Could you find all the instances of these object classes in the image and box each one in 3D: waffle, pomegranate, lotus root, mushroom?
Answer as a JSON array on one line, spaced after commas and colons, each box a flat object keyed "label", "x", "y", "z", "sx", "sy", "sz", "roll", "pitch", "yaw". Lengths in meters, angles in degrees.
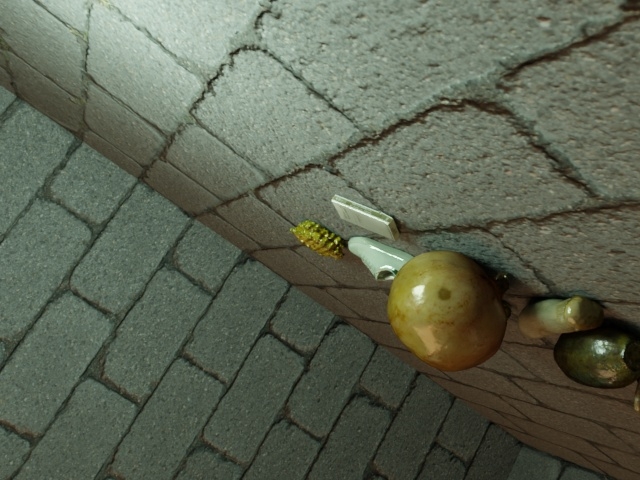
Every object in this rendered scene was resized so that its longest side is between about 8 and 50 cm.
[{"label": "waffle", "x": 0.000, "y": 0.000, "z": 2.061, "sx": 0.193, "sy": 0.070, "sz": 0.197, "roll": 14, "pitch": 160, "yaw": 47}, {"label": "pomegranate", "x": 0.353, "y": 0.176, "z": 1.529, "sx": 0.338, "sy": 0.338, "sz": 0.338, "roll": 29, "pitch": 165, "yaw": 9}, {"label": "lotus root", "x": 0.709, "y": 0.298, "z": 1.483, "sx": 0.160, "sy": 0.152, "sz": 0.275, "roll": 39, "pitch": 163, "yaw": 0}, {"label": "mushroom", "x": 0.609, "y": 0.209, "z": 1.514, "sx": 0.123, "sy": 0.094, "sz": 0.351, "roll": 13, "pitch": 166, "yaw": -1}]

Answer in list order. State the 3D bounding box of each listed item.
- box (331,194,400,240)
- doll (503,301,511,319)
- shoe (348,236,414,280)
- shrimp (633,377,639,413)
[{"label": "box", "x": 0.131, "y": -0.066, "z": 1.671, "sx": 0.198, "sy": 0.029, "sz": 0.109, "roll": 24, "pitch": 163, "yaw": 28}, {"label": "doll", "x": 0.471, "y": 0.230, "z": 1.770, "sx": 0.135, "sy": 0.142, "sz": 0.221, "roll": 34, "pitch": 158, "yaw": -16}, {"label": "shoe", "x": 0.181, "y": 0.069, "z": 1.853, "sx": 0.265, "sy": 0.110, "sz": 0.095, "roll": 16, "pitch": 160, "yaw": 37}, {"label": "shrimp", "x": 0.854, "y": 0.358, "z": 1.488, "sx": 0.220, "sy": 0.152, "sz": 0.046, "roll": -8, "pitch": -171, "yaw": -40}]
